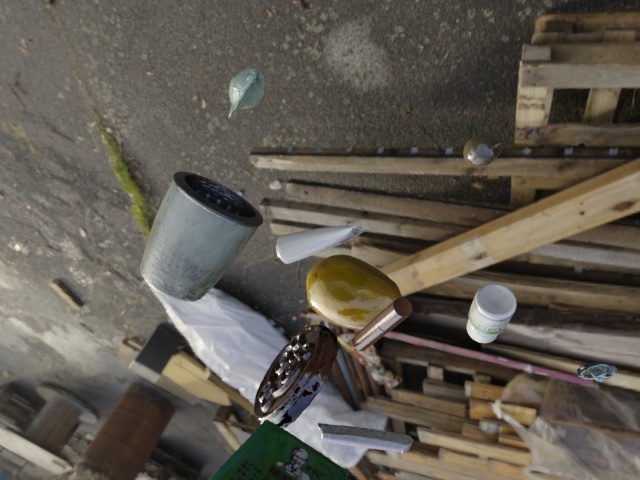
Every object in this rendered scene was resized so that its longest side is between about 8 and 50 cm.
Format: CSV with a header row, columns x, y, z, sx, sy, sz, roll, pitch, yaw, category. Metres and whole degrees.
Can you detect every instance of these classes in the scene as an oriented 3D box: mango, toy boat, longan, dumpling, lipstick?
x,y,z,sx,sy,sz,roll,pitch,yaw,category
0.136,0.221,2.141,0.446,0.299,0.232,16,159,32,mango
0.524,0.252,0.957,0.084,0.038,0.038,-1,141,-12,toy boat
0.469,-0.260,1.455,0.113,0.113,0.092,-17,93,39,longan
-0.252,-0.467,1.600,0.104,0.149,0.217,61,164,-11,dumpling
0.164,0.243,1.413,0.057,0.057,0.356,27,151,-1,lipstick

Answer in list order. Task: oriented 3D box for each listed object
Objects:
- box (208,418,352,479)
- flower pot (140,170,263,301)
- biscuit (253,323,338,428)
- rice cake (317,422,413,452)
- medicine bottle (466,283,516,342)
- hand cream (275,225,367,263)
x,y,z,sx,sy,sz,roll,pitch,yaw,category
-0.112,0.572,1.064,0.264,0.337,0.105,27,119,20,box
-0.376,0.000,1.544,0.294,0.293,0.330,30,105,-4,flower pot
-0.099,0.466,1.768,0.091,0.407,0.407,38,139,-15,biscuit
0.181,0.821,2.092,0.400,0.064,0.070,6,125,5,rice cake
0.595,0.264,1.783,0.139,0.139,0.236,15,148,12,medicine bottle
0.000,0.000,2.002,0.359,0.117,0.185,-14,170,17,hand cream
